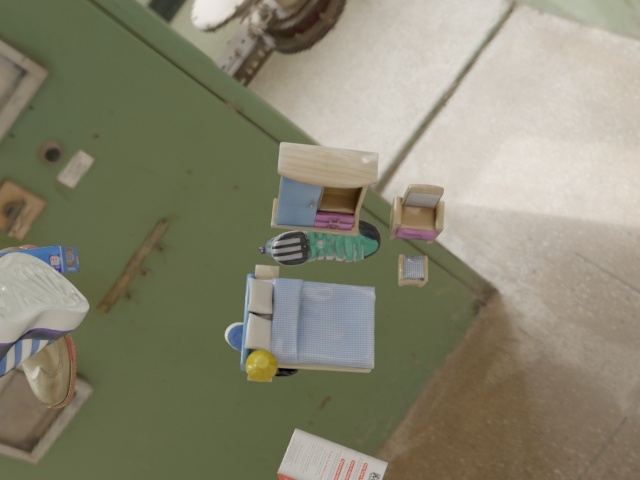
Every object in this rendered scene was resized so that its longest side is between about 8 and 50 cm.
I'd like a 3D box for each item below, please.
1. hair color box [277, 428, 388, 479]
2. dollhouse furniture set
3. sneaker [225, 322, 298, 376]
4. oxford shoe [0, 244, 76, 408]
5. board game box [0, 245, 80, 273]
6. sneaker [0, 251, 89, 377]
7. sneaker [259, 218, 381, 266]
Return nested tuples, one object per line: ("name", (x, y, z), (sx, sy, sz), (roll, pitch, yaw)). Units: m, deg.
("hair color box", (0.018, 0.327, 1.177), (0.141, 0.043, 0.072), (19, 64, 11))
("dollhouse furniture set", (0.040, 0.053, 1.168), (0.198, 0.286, 0.303), (105, 170, -68))
("sneaker", (-0.103, 0.205, 1.547), (0.058, 0.152, 0.084), (-57, 29, -8))
("oxford shoe", (-0.601, 0.181, 1.693), (0.123, 0.130, 0.348), (-20, 86, 14))
("board game box", (-0.515, 0.045, 1.356), (0.160, 0.210, 0.047), (167, 95, -82))
("sneaker", (-0.447, 0.145, 1.066), (0.236, 0.130, 0.323), (-47, 0, 4))
("sneaker", (0.000, 0.000, 1.552), (0.098, 0.224, 0.083), (4, 97, 64))
